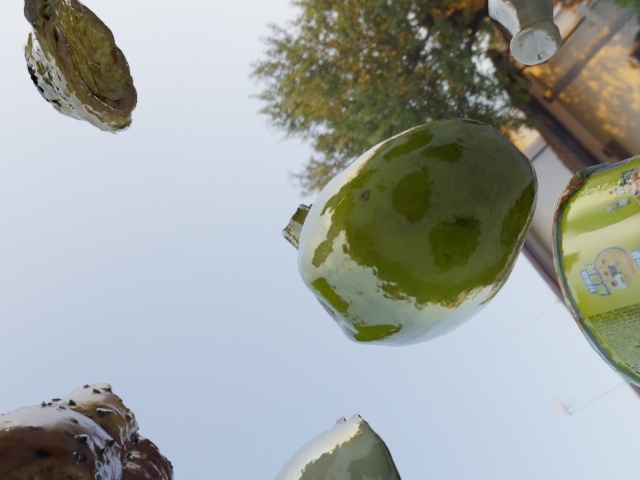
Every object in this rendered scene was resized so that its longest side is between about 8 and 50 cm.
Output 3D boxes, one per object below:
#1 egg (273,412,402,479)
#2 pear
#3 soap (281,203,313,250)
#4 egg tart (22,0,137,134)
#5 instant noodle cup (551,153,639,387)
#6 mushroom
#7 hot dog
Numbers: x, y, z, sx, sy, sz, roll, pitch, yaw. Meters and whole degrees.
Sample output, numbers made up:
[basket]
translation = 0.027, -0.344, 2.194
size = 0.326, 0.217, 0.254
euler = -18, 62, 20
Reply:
[egg]
translation = -0.004, 0.385, 0.668
size = 0.173, 0.287, 0.264
euler = 11, -166, -23
[pear]
translation = 0.118, -0.011, 0.631
size = 0.253, 0.253, 0.307
euler = 42, -101, 10
[soap]
translation = 0.001, 0.000, 1.576
size = 0.233, 0.135, 0.076
euler = 41, -159, 17
[egg tart]
translation = -0.535, -0.382, 1.110
size = 0.341, 0.128, 0.342
euler = -15, -90, -81
[instant noodle cup]
translation = 0.294, 0.007, 0.356
size = 0.204, 0.153, 0.205
euler = 5, -107, -16
[mushroom]
translation = 0.362, -0.425, 0.913
size = 0.096, 0.108, 0.247
euler = 25, -138, -34
[hot dog]
translation = -0.282, 0.348, 0.579
size = 0.368, 0.196, 0.365
euler = 57, 180, 9
